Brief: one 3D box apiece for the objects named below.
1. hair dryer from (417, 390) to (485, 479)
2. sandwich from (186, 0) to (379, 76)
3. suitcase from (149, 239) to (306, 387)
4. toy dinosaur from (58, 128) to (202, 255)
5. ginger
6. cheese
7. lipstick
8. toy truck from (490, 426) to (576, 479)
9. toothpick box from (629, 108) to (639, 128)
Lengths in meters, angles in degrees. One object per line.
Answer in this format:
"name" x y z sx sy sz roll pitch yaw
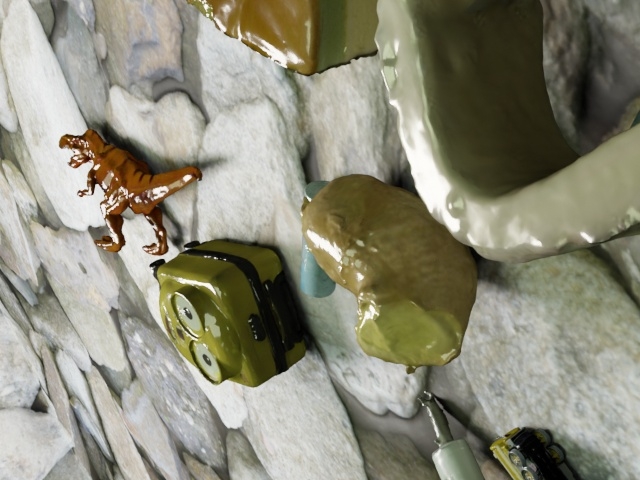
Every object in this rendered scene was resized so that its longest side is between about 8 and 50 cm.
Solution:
"hair dryer" 0.203 0.330 1.019 0.107 0.173 0.357 -58 47 50
"sandwich" -0.026 -0.297 0.811 0.227 0.155 0.198 35 138 35
"suitcase" -0.144 0.108 1.293 0.235 0.143 0.194 7 120 51
"toy dinosaur" -0.296 -0.064 1.425 0.432 0.097 0.208 21 121 41
"ginger" 0.069 0.018 0.937 0.267 0.152 0.138 55 179 42
"cheese" 0.185 -0.147 0.580 0.332 0.153 0.292 -45 64 47
"lipstick" 0.000 0.000 1.100 0.048 0.048 0.158 36 140 33
"toy truck" 0.243 0.261 0.962 0.123 0.052 0.063 54 151 13
"toothpick box" 0.261 -0.071 0.680 0.052 0.052 0.083 42 142 27
